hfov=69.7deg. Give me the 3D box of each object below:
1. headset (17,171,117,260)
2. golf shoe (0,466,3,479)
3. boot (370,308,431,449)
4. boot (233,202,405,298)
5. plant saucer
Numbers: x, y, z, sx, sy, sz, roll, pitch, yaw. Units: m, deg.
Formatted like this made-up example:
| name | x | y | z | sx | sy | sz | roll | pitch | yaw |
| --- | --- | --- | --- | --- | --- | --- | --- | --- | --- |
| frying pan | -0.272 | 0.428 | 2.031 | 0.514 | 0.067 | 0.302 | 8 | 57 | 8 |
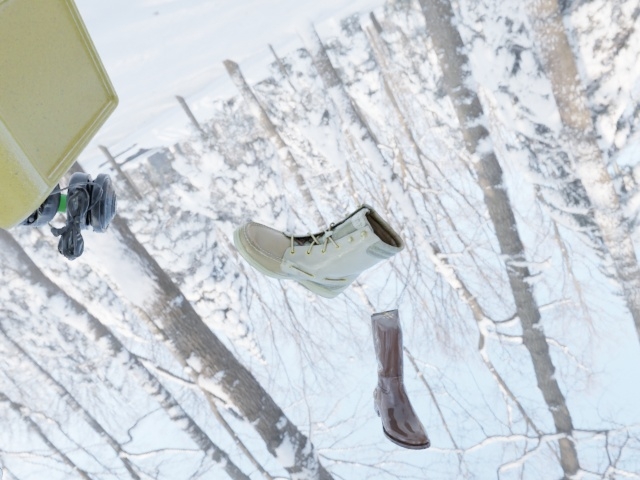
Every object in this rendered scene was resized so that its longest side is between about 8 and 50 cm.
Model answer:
| name | x | y | z | sx | sy | sz | roll | pitch | yaw |
| --- | --- | --- | --- | --- | --- | --- | --- | --- | --- |
| headset | -0.538 | -0.058 | 0.939 | 0.243 | 0.185 | 0.394 | 5 | 178 | -40 |
| golf shoe | -0.483 | 0.353 | 0.608 | 0.077 | 0.094 | 0.198 | -55 | 171 | -12 |
| boot | 0.076 | 0.130 | 0.451 | 0.037 | 0.114 | 0.106 | -2 | -173 | -18 |
| boot | 0.000 | 0.000 | 0.664 | 0.165 | 0.213 | 0.077 | -36 | -140 | 35 |
| plant saucer | -0.419 | -0.236 | 0.661 | 0.081 | 0.333 | 0.333 | 5 | -129 | 9 |
